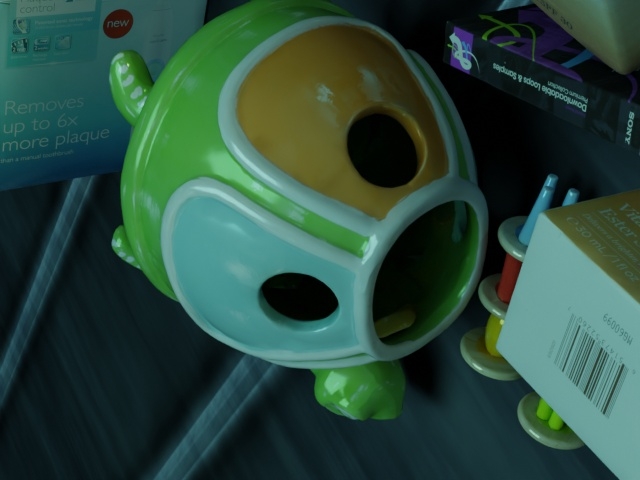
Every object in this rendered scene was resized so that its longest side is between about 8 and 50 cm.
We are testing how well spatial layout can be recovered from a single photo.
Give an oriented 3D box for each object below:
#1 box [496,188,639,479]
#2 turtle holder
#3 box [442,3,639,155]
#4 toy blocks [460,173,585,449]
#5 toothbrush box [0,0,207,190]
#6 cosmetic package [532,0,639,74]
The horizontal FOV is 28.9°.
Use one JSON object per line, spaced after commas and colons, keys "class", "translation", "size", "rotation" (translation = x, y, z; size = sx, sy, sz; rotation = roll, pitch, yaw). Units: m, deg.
{"class": "box", "translation": [0.199, 0.041, 0.619], "size": [0.130, 0.170, 0.091], "rotation": [48, 140, 40]}
{"class": "turtle holder", "translation": [-0.012, -0.003, 0.885], "size": [0.227, 0.243, 0.320], "rotation": [36, 120, 35]}
{"class": "box", "translation": [0.162, -0.097, 0.686], "size": [0.162, 0.116, 0.029], "rotation": [38, 135, 47]}
{"class": "toy blocks", "translation": [0.154, 0.044, 0.810], "size": [0.123, 0.054, 0.148], "rotation": [50, 139, 40]}
{"class": "toothbrush box", "translation": [-0.235, -0.213, 1.209], "size": [0.126, 0.216, 0.295], "rotation": [49, 138, 39]}
{"class": "cosmetic package", "translation": [0.117, -0.232, 0.553], "size": [0.153, 0.129, 0.296], "rotation": [54, 180, 38]}
